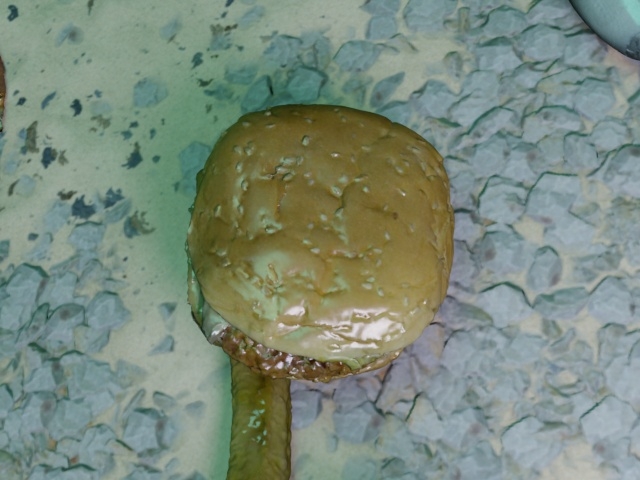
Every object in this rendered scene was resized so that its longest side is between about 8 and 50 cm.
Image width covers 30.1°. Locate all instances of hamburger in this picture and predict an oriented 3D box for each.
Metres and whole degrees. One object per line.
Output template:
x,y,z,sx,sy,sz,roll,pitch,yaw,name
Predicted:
0.001,-0.001,1.148,0.260,0.144,0.283,5,65,-10,hamburger

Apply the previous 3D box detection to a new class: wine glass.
0.345,-0.246,1.126,0.096,0.264,0.309,-9,55,-17,wine glass

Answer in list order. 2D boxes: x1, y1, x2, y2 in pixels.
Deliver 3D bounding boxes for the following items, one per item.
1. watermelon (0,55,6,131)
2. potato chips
-0.476,-0.228,1.549,0.119,0.063,0.245,-18,56,-5,watermelon
-0.073,0.103,1.198,0.057,0.080,0.406,-24,57,27,potato chips
